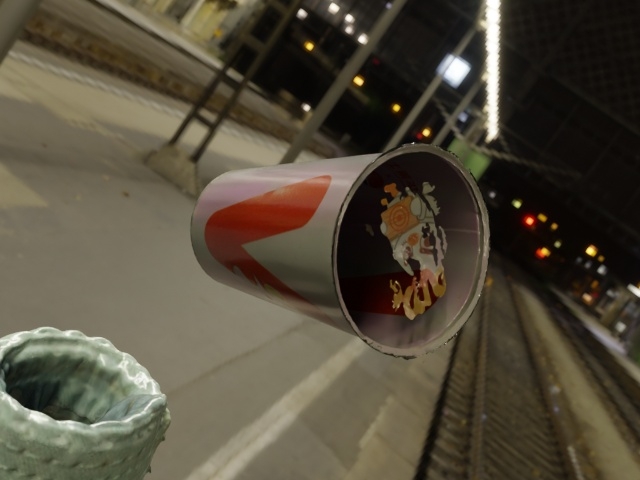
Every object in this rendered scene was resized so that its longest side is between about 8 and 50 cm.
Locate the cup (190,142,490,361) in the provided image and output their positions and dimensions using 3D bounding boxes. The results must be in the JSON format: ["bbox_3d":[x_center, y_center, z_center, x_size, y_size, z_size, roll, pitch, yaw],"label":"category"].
[{"bbox_3d":[0.000,0.000,1.043,0.203,0.203,0.288,30,-13,-37],"label":"cup"}]

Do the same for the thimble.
[{"bbox_3d":[-0.298,0.209,1.189,0.250,0.172,0.205,15,29,-25],"label":"thimble"}]
